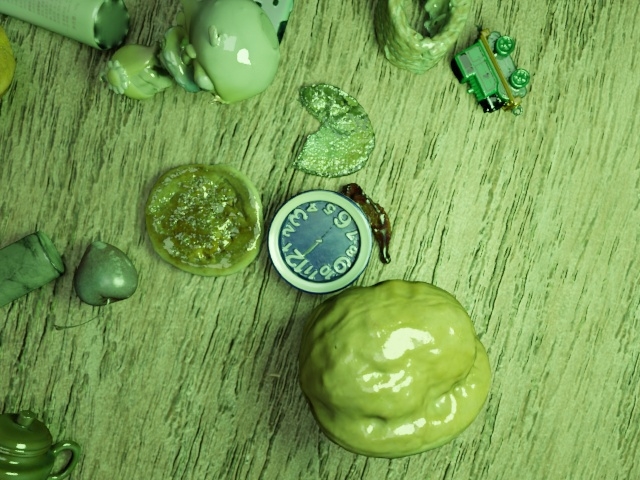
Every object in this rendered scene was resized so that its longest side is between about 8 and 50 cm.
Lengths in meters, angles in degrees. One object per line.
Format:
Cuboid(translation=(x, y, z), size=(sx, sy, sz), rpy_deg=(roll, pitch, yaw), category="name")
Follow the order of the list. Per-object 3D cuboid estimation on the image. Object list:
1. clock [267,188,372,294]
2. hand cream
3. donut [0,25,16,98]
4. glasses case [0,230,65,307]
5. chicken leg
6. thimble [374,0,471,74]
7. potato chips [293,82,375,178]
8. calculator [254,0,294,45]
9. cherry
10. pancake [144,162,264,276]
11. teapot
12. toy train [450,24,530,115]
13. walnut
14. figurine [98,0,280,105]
Cuboid(translation=(0.000, 0.000, 1.082), size=(0.230, 0.083, 0.230), rpy_deg=(1, 99, 5), category="clock")
Cuboid(translation=(-0.598, -0.534, 1.057), size=(0.358, 0.118, 0.186), rpy_deg=(26, 92, 4), category="hand cream")
Cuboid(translation=(-0.785, -0.382, 0.962), size=(0.299, 0.150, 0.317), rpy_deg=(-15, 79, -38), category="donut")
Cuboid(translation=(-0.719, 0.097, 1.062), size=(0.299, 0.060, 0.114), rpy_deg=(-29, 92, -3), category="glasses case")
Cuboid(translation=(0.116, -0.044, 1.124), size=(0.093, 0.053, 0.205), rpy_deg=(-42, 85, 20), category="chicken leg")
Cuboid(translation=(0.223, -0.510, 1.083), size=(0.196, 0.148, 0.229), rpy_deg=(19, 87, -3), category="thimble")
Cuboid(translation=(0.024, -0.255, 1.131), size=(0.202, 0.029, 0.220), rpy_deg=(-10, 93, -4), category="potato chips")
Cuboid(translation=(-0.147, -0.544, 1.106), size=(0.173, 0.051, 0.293), rpy_deg=(15, 89, -2), category="calculator")
Cuboid(translation=(-0.495, 0.084, 1.053), size=(0.188, 0.115, 0.148), rpy_deg=(-16, 110, 2), category="cherry")
Cuboid(translation=(-0.260, -0.046, 1.100), size=(0.282, 0.049, 0.283), rpy_deg=(0, 89, -1), category="pancake")
Cuboid(translation=(-0.634, 0.442, 1.012), size=(0.267, 0.185, 0.175), rpy_deg=(29, 87, -41), category="teapot")
Cuboid(translation=(0.390, -0.383, 1.125), size=(0.136, 0.091, 0.228), rpy_deg=(-24, 93, 7), category="toy train")
Cuboid(translation=(0.137, 0.244, 0.984), size=(0.383, 0.383, 0.384), rpy_deg=(0, 90, -4), category="walnut")
Cuboid(translation=(-0.284, -0.401, 1.014), size=(0.394, 0.226, 0.275), rpy_deg=(-10, 92, 20), category="figurine")
